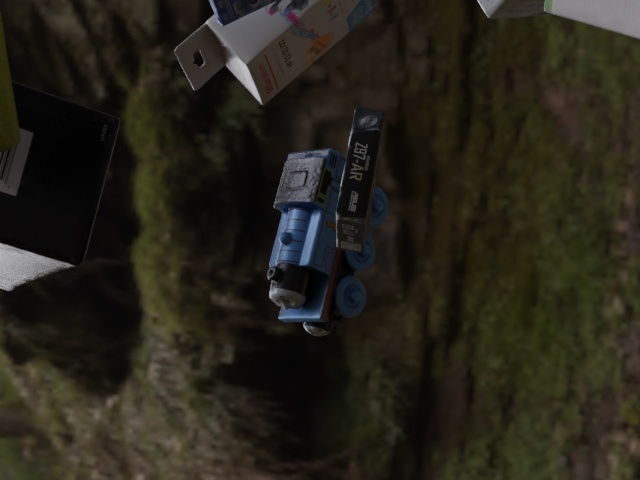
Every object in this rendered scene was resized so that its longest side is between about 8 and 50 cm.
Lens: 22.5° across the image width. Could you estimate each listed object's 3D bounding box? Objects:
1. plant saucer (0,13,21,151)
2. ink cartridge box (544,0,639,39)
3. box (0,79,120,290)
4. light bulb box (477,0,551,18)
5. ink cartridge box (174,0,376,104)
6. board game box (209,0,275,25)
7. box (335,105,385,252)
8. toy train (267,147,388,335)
[{"bbox_3d":[-0.390,-0.149,1.524,0.045,0.188,0.188,81,175,-55],"label":"plant saucer"},{"bbox_3d":[0.292,-0.237,1.267,0.056,0.235,0.171,-17,-58,-45],"label":"ink cartridge box"},{"bbox_3d":[-0.421,-0.079,1.788,0.296,0.294,0.182,19,-106,-23],"label":"box"},{"bbox_3d":[0.253,-0.472,1.612,0.225,0.361,0.358,-11,-116,-41],"label":"light bulb box"},{"bbox_3d":[-0.039,-0.193,1.470,0.181,0.061,0.104,-41,-17,-5],"label":"ink cartridge box"},{"bbox_3d":[-0.061,-0.243,1.378,0.090,0.020,0.090,-28,-58,-11],"label":"board game box"},{"bbox_3d":[0.023,-0.035,0.966,0.083,0.018,0.067,88,-167,-74],"label":"box"},{"bbox_3d":[0.000,0.000,1.611,0.105,0.080,0.184,27,-110,-37],"label":"toy train"}]
